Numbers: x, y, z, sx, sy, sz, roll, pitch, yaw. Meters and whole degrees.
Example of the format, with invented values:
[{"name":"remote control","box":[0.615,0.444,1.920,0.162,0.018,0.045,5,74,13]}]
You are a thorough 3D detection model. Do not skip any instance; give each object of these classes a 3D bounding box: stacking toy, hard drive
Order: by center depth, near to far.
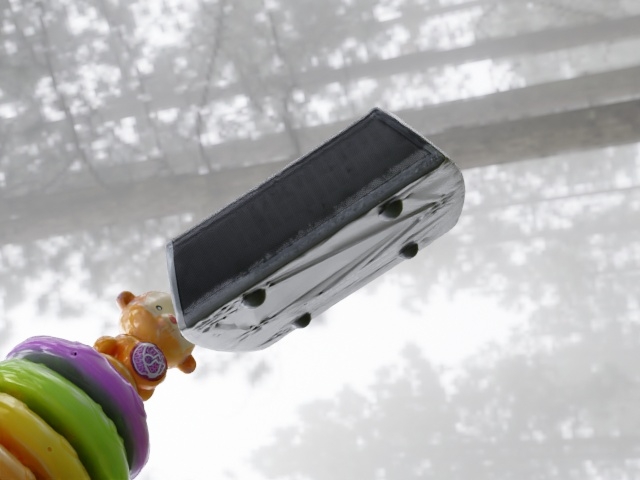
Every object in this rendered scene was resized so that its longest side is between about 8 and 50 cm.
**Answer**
[{"name":"stacking toy","box":[-0.160,0.121,0.764,0.175,0.166,0.302,46,-133,-1]},{"name":"hard drive","box":[0.000,0.000,0.766,0.054,0.172,0.254,57,-178,9]}]
